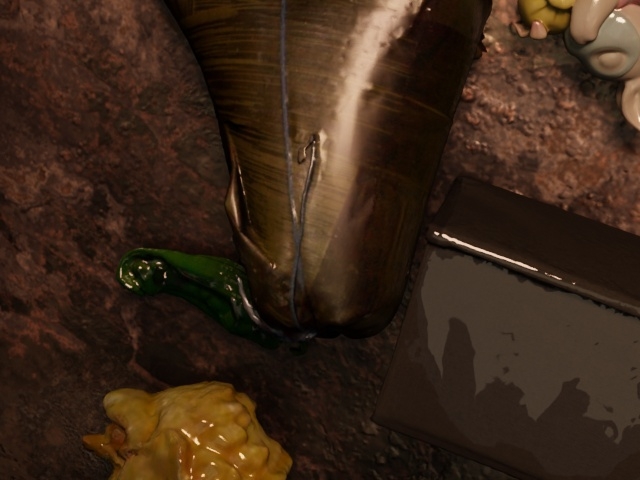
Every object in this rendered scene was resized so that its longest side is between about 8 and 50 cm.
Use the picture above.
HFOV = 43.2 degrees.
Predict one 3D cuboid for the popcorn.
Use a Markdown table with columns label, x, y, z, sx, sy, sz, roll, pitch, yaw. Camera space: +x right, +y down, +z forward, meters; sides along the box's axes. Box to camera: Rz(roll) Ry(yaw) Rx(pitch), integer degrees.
| label | x | y | z | sx | sy | sz | roll | pitch | yaw |
| --- | --- | --- | --- | --- | --- | --- | --- | --- | --- |
| popcorn | -0.173 | 0.290 | 1.009 | 0.266 | 0.192 | 0.233 | 31 | 110 | 1 |

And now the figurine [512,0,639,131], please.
| label | x | y | z | sx | sy | sz | roll | pitch | yaw |
| --- | --- | --- | --- | --- | --- | --- | --- | --- | --- |
| figurine | 0.273 | -0.222 | 0.780 | 0.155 | 0.127 | 0.236 | -1 | 108 | -3 |

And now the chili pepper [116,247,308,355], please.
| label | x | y | z | sx | sy | sz | roll | pitch | yaw |
| --- | --- | --- | --- | --- | --- | --- | --- | --- | --- |
| chili pepper | -0.130 | 0.069 | 1.004 | 0.256 | 0.074 | 0.100 | 23 | 113 | 13 |

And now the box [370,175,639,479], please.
| label | x | y | z | sx | sy | sz | roll | pitch | yaw |
| --- | --- | --- | --- | --- | --- | --- | --- | --- | --- |
| box | 0.252 | 0.103 | 0.806 | 0.345 | 0.251 | 0.205 | 21 | 110 | 10 |

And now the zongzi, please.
| label | x | y | z | sx | sy | sz | roll | pitch | yaw |
| --- | --- | --- | --- | --- | --- | --- | --- | --- | --- |
| zongzi | -0.077 | -0.123 | 0.839 | 0.431 | 0.208 | 0.404 | 14 | 87 | 21 |
